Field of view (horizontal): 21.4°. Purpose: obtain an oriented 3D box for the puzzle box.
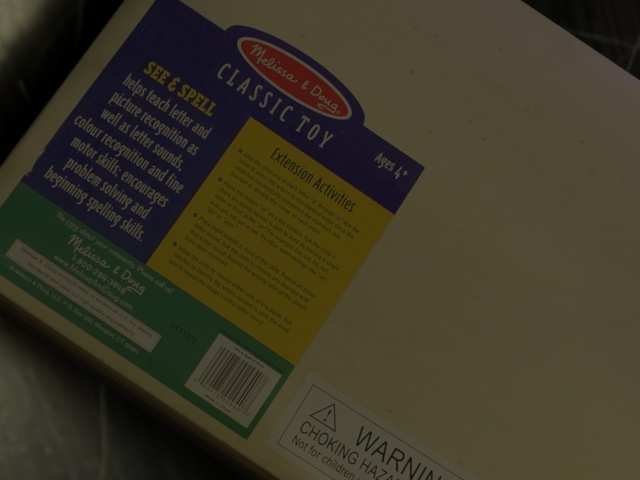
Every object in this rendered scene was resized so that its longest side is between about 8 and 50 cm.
[{"bbox_3d":[0.061,0.015,0.820,0.409,0.052,0.272,34,72,-1],"label":"puzzle box"}]
